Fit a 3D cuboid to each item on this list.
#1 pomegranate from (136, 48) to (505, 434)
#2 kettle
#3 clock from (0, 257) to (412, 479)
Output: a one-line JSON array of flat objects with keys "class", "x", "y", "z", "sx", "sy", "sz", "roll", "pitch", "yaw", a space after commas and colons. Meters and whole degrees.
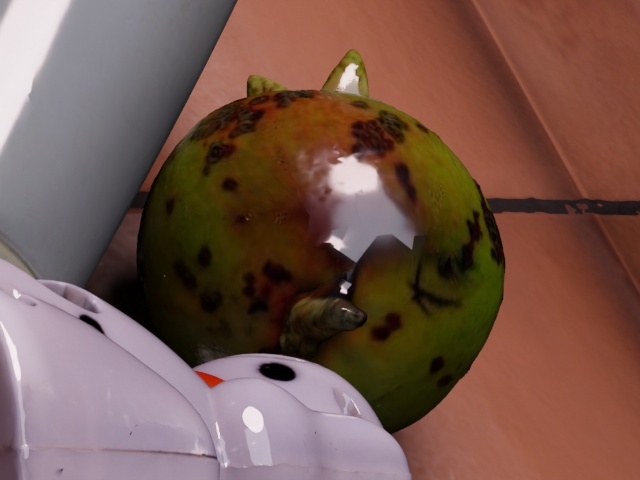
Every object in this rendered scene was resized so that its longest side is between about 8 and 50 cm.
[{"class": "pomegranate", "x": 0.004, "y": -0.013, "z": 0.864, "sx": 0.156, "sy": 0.156, "sz": 0.220, "roll": 26, "pitch": 43, "yaw": -17}, {"class": "kettle", "x": -0.140, "y": -0.084, "z": 0.789, "sx": 0.210, "sy": 0.160, "sz": 0.243, "roll": 54, "pitch": 38, "yaw": -36}, {"class": "clock", "x": -0.066, "y": 0.100, "z": 0.702, "sx": 0.254, "sy": 0.189, "sz": 0.189, "roll": 16, "pitch": 43, "yaw": -46}]
